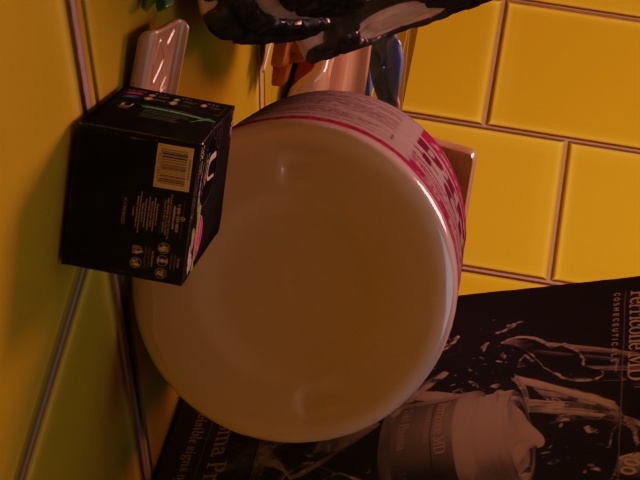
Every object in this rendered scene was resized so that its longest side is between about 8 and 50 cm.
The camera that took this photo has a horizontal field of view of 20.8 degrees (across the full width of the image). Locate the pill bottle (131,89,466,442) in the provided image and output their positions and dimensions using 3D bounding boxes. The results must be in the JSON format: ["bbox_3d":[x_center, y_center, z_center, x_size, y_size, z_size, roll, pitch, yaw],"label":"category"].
[{"bbox_3d":[0.000,0.000,0.966,0.283,0.160,0.160,-59,158,-79],"label":"pill bottle"}]

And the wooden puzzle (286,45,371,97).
[{"bbox_3d":[0.000,-0.124,1.503,0.221,0.044,0.239,95,10,-45],"label":"wooden puzzle"}]

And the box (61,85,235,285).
[{"bbox_3d":[-0.070,-0.025,0.722,0.083,0.052,0.062,-68,168,-74],"label":"box"}]

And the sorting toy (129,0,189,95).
[{"bbox_3d":[-0.075,-0.083,0.787,0.062,0.012,0.083,-46,149,-74],"label":"sorting toy"}]

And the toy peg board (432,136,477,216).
[{"bbox_3d":[0.051,-0.022,1.662,0.079,0.160,0.161,-48,150,-52],"label":"toy peg board"}]

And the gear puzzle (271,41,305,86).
[{"bbox_3d":[0.007,-0.251,1.261,0.175,0.044,0.339,94,7,-52],"label":"gear puzzle"}]

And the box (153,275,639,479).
[{"bbox_3d":[0.066,0.197,1.022,0.343,0.312,0.179,-75,154,-54],"label":"box"}]

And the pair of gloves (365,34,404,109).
[{"bbox_3d":[0.046,-0.171,1.726,0.198,0.023,0.159,-137,-137,-69],"label":"pair of gloves"}]

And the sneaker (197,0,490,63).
[{"bbox_3d":[-0.005,-0.209,0.948,0.410,0.158,0.182,7,61,-84],"label":"sneaker"}]
